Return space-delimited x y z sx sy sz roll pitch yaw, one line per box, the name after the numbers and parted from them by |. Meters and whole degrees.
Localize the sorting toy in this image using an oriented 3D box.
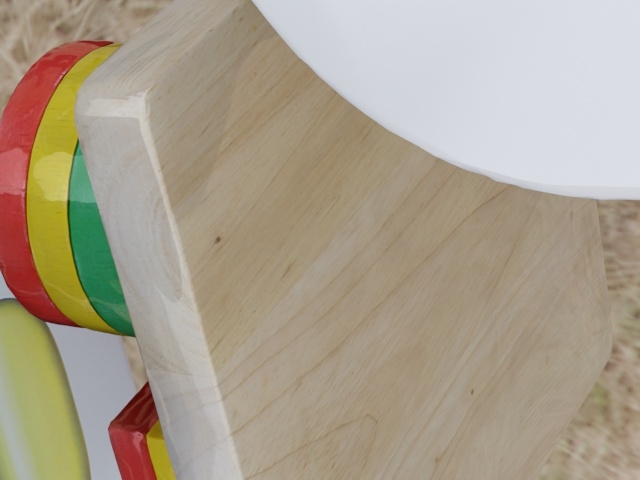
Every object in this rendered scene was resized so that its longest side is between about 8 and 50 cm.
0.000 0.000 0.656 0.089 0.257 0.255 7 125 29 | sorting toy

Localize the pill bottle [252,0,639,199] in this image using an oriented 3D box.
0.128 -0.160 0.487 0.210 0.363 0.210 15 123 24 | pill bottle

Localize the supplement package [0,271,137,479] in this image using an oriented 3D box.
-0.182 0.097 0.779 0.194 0.149 0.203 -23 104 -31 | supplement package
